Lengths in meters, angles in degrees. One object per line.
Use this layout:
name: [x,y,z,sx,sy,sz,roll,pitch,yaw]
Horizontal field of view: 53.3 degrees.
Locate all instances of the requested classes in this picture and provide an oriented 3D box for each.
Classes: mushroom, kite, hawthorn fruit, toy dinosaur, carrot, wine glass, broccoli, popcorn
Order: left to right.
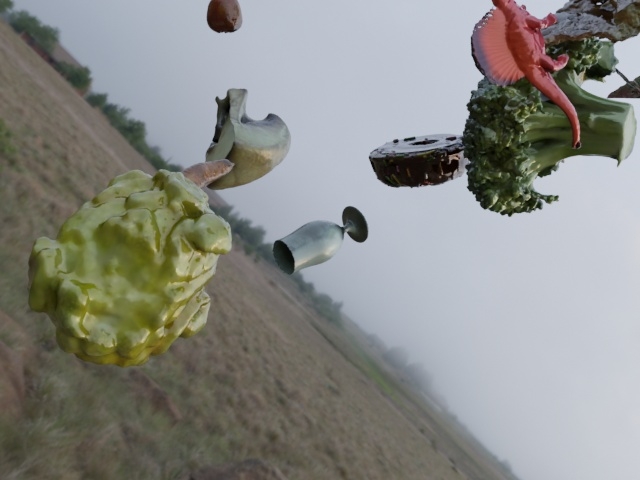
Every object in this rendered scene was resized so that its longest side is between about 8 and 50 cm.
popcorn: [-0.231,0.036,0.832,0.235,0.250,0.242,51,-8,-22]
carrot: [-0.235,-0.080,1.042,0.059,0.248,0.059,27,-43,28]
hawthorn fruit: [-0.186,-0.437,1.232,0.077,0.077,0.077,43,-4,4]
mushroom: [-0.208,-0.241,1.707,0.211,0.217,0.292,6,42,-30]
wine glass: [0.000,0.000,1.357,0.093,0.202,0.093,37,-40,40]
toy dinosaur: [0.305,-0.260,0.973,0.070,0.138,0.286,-16,-86,68]
broccoli: [0.415,-0.242,1.213,0.277,0.317,0.339,53,32,-46]
kite: [0.817,-0.416,1.687,0.156,0.011,0.139,30,-41,-24]

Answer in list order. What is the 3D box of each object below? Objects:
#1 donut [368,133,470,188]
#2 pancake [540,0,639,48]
donut: [0.223,-0.175,1.403,0.235,0.235,0.089,-146,-135,-67]
pancake: [0.414,-0.369,1.048,0.057,0.244,0.266,52,32,-26]
